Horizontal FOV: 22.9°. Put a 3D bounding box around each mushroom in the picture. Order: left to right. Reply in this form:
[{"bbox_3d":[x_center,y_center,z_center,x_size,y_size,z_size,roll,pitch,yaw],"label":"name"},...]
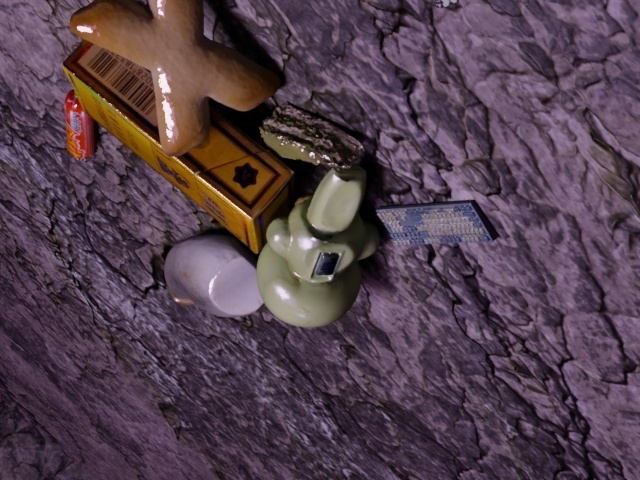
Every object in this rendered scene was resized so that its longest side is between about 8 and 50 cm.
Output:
[{"bbox_3d":[-0.162,0.045,2.229,0.118,0.103,0.270,56,161,-17],"label":"mushroom"}]

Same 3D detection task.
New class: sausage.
[{"bbox_3d":[-0.335,-0.167,2.201,0.145,0.048,0.050,101,156,-59],"label":"sausage"}]

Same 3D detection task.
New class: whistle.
[{"bbox_3d":[-0.002,-0.006,1.922,0.141,0.141,0.294,33,133,19],"label":"whistle"}]

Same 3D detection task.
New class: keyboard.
[{"bbox_3d":[0.130,-0.019,1.807,0.176,0.014,0.055,-2,126,55],"label":"keyboard"}]

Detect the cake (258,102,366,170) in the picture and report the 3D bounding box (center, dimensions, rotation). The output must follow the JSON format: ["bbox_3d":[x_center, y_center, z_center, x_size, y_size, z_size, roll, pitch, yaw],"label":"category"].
[{"bbox_3d":[-0.011,-0.118,1.807,0.140,0.051,0.055,16,145,48],"label":"cake"}]

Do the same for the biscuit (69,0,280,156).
[{"bbox_3d":[-0.159,-0.210,1.773,0.208,0.164,0.047,55,-178,-26],"label":"biscuit"}]

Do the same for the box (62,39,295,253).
[{"bbox_3d":[-0.168,-0.123,1.938,0.301,0.084,0.193,39,171,8],"label":"box"}]

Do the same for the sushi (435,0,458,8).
[{"bbox_3d":[0.102,-0.267,1.458,0.120,0.026,0.126,50,154,-16],"label":"sushi"}]
